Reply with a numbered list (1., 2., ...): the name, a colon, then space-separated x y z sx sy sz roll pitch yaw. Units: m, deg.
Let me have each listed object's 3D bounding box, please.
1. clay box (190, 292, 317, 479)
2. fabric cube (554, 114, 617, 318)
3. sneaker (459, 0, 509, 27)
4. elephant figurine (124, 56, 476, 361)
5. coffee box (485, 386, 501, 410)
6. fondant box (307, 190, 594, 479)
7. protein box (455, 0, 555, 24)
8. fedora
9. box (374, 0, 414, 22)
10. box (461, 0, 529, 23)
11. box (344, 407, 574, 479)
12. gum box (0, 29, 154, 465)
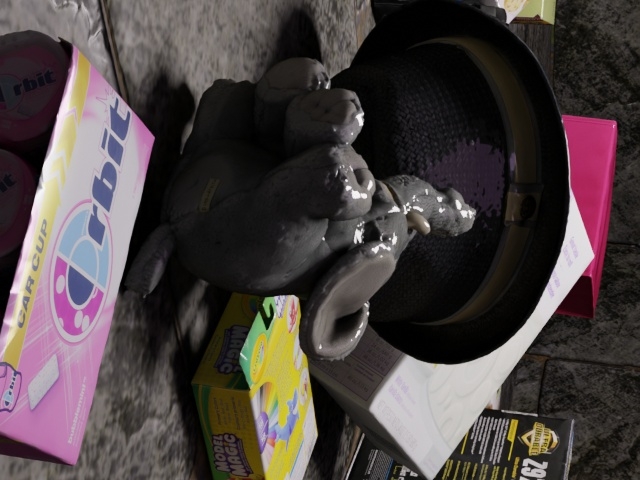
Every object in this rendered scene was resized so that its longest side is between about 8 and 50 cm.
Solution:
1. clay box: -0.051 0.128 1.017 0.127 0.053 0.222 -68 157 -47
2. fabric cube: 0.335 -0.043 2.037 0.254 0.259 0.258 56 44 -69
3. sneaker: 0.195 -0.225 1.600 0.293 0.102 0.146 -97 -160 -58
4. elephant figurine: 0.000 0.000 0.899 0.239 0.186 0.169 55 27 -51
5. coffee box: 0.180 0.265 1.790 0.098 0.141 0.247 -36 130 -71
6. fondant box: 0.150 0.071 1.354 0.330 0.096 0.238 -53 147 -11
7. protein box: 0.297 -0.443 1.961 0.201 0.135 0.200 -25 119 -73
8. fedora: 0.060 -0.045 1.104 0.152 0.334 0.334 -8 106 -40
9. box: 0.116 -0.289 1.495 0.220 0.051 0.175 65 33 -63
10. box: 0.312 -0.416 1.779 0.324 0.063 0.067 -46 128 -30
11. box: 0.155 0.319 1.486 0.322 0.257 0.079 -63 156 -56
12. gum box: -0.141 0.002 0.597 0.107 0.062 0.188 59 40 -67
